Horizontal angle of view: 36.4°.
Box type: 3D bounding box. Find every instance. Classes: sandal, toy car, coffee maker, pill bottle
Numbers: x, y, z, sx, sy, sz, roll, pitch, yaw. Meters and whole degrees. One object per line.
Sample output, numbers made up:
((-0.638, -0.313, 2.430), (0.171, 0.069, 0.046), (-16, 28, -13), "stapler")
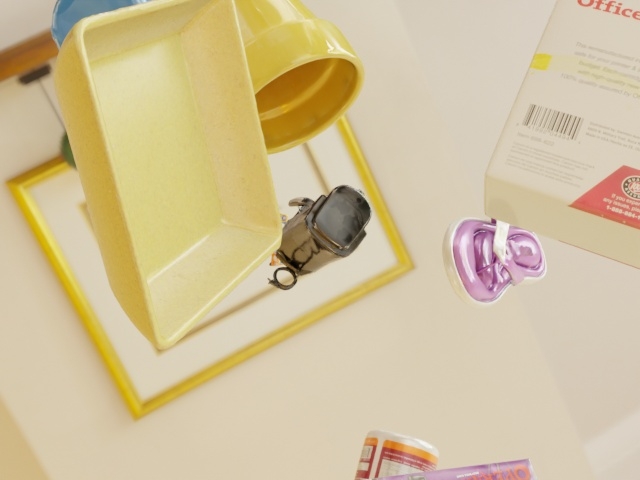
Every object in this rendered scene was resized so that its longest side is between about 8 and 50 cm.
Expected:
((0.344, 0.017, 1.809), (0.102, 0.169, 0.416), (-27, 173, 31), "sandal")
((-0.079, -0.003, 1.947), (0.040, 0.122, 0.060), (3, 167, 2), "toy car")
((0.000, 0.000, 1.694), (0.178, 0.120, 0.171), (149, -43, -68), "coffee maker")
((0.102, 0.415, 1.503), (0.121, 0.121, 0.221), (-7, -120, 51), "pill bottle")

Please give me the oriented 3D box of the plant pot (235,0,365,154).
((-0.090, -0.309, 1.616), (0.254, 0.239, 0.254), (-25, 158, -11), "plant pot")

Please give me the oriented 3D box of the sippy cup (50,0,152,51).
((-0.345, -0.367, 1.650), (0.240, 0.306, 0.224), (-12, -165, 7), "sippy cup")

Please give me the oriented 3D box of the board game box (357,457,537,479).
((0.081, 0.360, 1.225), (0.346, 0.208, 0.056), (-3, -134, -17), "board game box")

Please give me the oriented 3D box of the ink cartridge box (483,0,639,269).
((0.450, -0.187, 1.505), (0.279, 0.160, 0.385), (20, -108, 17), "ink cartridge box")

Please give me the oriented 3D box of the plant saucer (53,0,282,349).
((-0.167, -0.095, 1.071), (0.081, 0.333, 0.333), (-3, -161, 23), "plant saucer")
